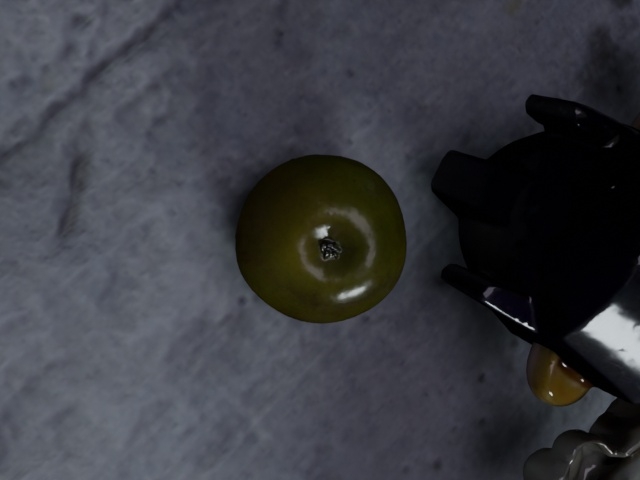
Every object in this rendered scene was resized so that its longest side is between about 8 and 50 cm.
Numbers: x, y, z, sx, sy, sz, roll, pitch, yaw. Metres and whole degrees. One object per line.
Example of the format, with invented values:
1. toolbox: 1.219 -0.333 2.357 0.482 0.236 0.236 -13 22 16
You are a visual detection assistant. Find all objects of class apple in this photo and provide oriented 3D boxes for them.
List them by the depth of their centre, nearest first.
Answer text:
1. apple: 0.000 0.000 0.439 0.090 0.074 0.089 -1 101 -5

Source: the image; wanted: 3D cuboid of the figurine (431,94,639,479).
1. figurine: 0.201 0.020 0.499 0.309 0.143 0.308 10 74 -37
